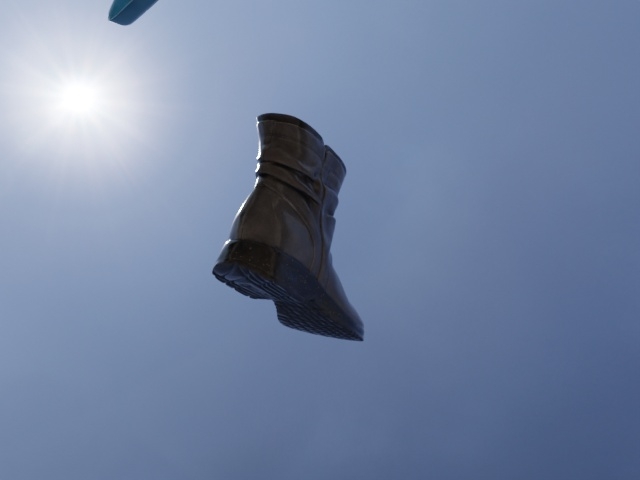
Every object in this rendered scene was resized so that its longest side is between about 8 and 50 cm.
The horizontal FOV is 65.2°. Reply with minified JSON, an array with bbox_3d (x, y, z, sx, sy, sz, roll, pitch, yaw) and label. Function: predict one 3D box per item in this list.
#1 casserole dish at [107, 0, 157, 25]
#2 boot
[{"bbox_3d":[-0.321,-0.458,0.911,0.037,0.188,0.114,31,-126,-41],"label":"casserole dish"},{"bbox_3d":[0.000,0.000,0.680,0.118,0.338,0.222,4,-114,22],"label":"boot"}]
